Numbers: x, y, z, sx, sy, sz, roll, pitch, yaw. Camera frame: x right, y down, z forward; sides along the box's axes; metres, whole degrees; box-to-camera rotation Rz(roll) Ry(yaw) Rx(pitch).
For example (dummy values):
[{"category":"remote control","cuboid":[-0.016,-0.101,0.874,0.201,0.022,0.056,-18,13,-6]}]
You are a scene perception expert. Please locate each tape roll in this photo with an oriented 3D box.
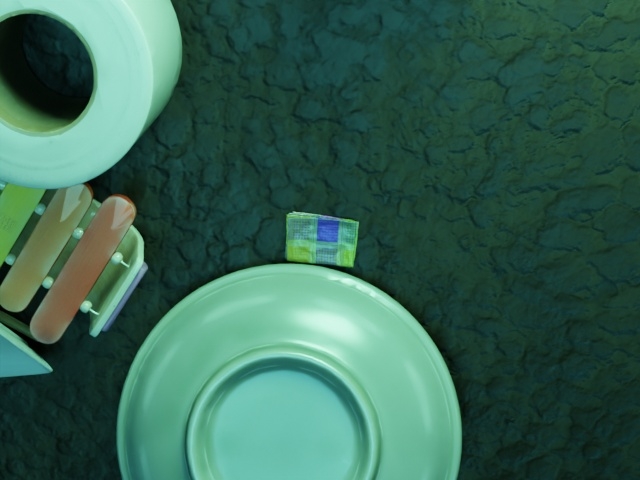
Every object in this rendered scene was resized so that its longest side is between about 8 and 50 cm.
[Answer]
[{"category":"tape roll","cuboid":[-0.280,-0.193,1.486,0.246,0.169,0.246,1,109,4]}]

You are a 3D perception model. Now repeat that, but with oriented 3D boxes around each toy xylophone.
[{"category":"toy xylophone","cuboid":[-0.360,0.000,1.604,0.323,0.081,0.236,25,109,-3]}]

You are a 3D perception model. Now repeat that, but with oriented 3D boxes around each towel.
[{"category":"towel","cuboid":[0.000,0.000,1.608,0.083,0.009,0.060,7,108,3]}]

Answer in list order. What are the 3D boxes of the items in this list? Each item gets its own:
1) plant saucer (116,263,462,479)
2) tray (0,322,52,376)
[{"category":"plant saucer","cuboid":[-0.040,0.225,1.576,0.400,0.100,0.400,0,88,4]},{"category":"tray","cuboid":[-0.434,0.086,1.583,0.145,0.030,0.270,-6,147,28]}]
